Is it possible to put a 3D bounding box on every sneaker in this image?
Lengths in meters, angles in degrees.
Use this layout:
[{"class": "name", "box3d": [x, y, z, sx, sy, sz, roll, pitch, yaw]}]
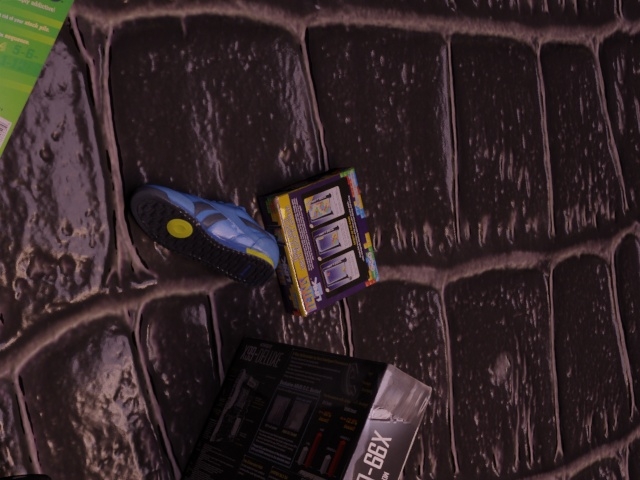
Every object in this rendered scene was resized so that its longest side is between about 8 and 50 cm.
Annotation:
[{"class": "sneaker", "box3d": [-0.141, -0.021, 1.106, 0.209, 0.069, 0.082, 30, 41, -27]}]

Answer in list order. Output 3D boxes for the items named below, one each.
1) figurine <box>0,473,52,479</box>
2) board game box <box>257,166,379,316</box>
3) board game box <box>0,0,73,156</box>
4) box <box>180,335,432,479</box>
[{"class": "figurine", "box3d": [-0.381, 0.332, 0.875, 0.210, 0.092, 0.214, 8, 82, -28]}, {"class": "board game box", "box3d": [0.000, 0.000, 1.219, 0.141, 0.048, 0.170, -22, 106, -34]}, {"class": "board game box", "box3d": [-0.349, -0.217, 0.938, 0.124, 0.039, 0.259, 30, 77, -36]}, {"class": "box", "box3d": [-0.035, 0.248, 1.039, 0.076, 0.307, 0.242, 33, 72, -31]}]
